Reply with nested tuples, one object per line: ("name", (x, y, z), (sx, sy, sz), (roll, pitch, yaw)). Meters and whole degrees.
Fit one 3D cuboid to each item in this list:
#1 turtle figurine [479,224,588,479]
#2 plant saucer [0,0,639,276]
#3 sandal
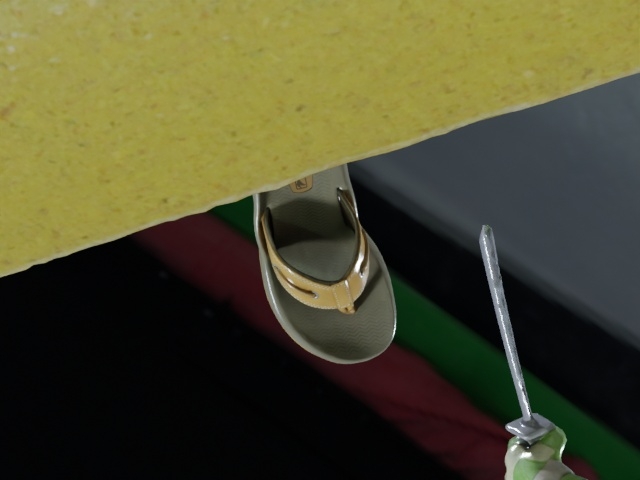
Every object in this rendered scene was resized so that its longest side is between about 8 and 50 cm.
("turtle figurine", (0.208, 0.146, 0.845), (0.197, 0.266, 0.275), (-16, -124, -22))
("plant saucer", (-0.003, -0.192, 0.349), (0.081, 0.332, 0.333), (30, -135, -70))
("sandal", (0.000, 0.000, 0.840), (0.072, 0.180, 0.049), (-19, -150, -7))
